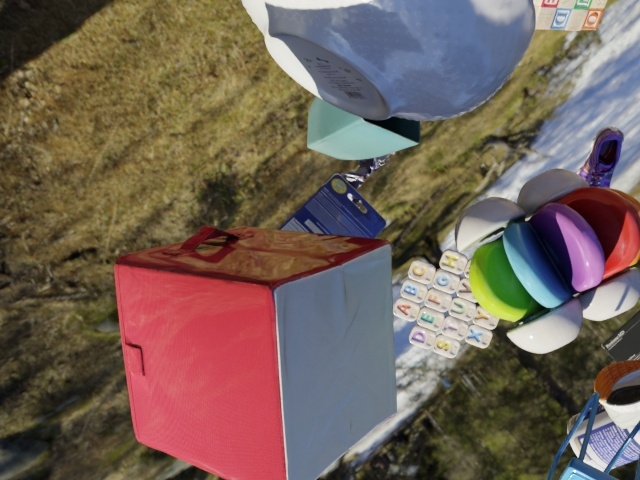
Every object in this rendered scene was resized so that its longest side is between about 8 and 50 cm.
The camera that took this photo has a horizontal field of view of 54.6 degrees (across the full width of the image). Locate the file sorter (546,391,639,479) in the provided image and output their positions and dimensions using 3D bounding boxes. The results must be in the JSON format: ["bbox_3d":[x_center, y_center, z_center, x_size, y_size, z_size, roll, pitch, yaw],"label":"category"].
[{"bbox_3d":[0.267,0.214,0.478,0.104,0.170,0.118,-43,151,-46],"label":"file sorter"}]

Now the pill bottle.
[{"bbox_3d":[0.563,0.342,1.135,0.112,0.112,0.187,-13,156,-45],"label":"pill bottle"}]

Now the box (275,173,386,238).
[{"bbox_3d":[0.000,0.000,1.091,0.225,0.136,0.036,-45,180,-20],"label":"box"}]

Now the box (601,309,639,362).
[{"bbox_3d":[0.809,0.226,1.404,0.103,0.184,0.261,16,122,-34],"label":"box"}]

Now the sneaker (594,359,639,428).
[{"bbox_3d":[0.577,0.230,0.980,0.263,0.099,0.121,-17,131,20],"label":"sneaker"}]

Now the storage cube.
[{"bbox_3d":[-0.055,0.096,0.594,0.184,0.193,0.214,-17,109,-52],"label":"storage cube"}]

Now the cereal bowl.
[{"bbox_3d":[0.042,-0.233,0.666,0.141,0.339,0.339,-59,157,-5],"label":"cereal bowl"}]

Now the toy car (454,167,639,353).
[{"bbox_3d":[0.232,0.009,0.593,0.182,0.159,0.136,-23,168,-16],"label":"toy car"}]

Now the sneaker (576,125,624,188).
[{"bbox_3d":[0.523,-0.130,1.171,0.071,0.068,0.169,-47,147,-60],"label":"sneaker"}]

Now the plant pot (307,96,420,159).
[{"bbox_3d":[0.079,-0.275,1.380,0.166,0.165,0.234,15,159,-36],"label":"plant pot"}]

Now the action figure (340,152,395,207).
[{"bbox_3d":[0.117,-0.191,1.975,0.285,0.099,0.185,-52,170,-21],"label":"action figure"}]

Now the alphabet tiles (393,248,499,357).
[{"bbox_3d":[0.355,0.174,1.696,0.021,0.278,0.284,-43,154,-81],"label":"alphabet tiles"}]

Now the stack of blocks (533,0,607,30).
[{"bbox_3d":[0.489,-0.561,1.176,0.171,0.087,0.297,-8,128,-24],"label":"stack of blocks"}]
